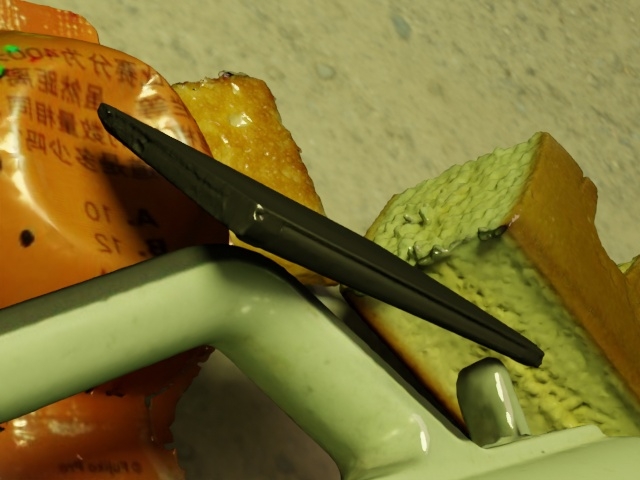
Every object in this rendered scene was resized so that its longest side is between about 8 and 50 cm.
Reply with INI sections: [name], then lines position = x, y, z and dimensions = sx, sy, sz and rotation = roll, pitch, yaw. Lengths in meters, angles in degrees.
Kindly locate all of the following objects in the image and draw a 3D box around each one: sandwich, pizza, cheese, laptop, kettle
[sandwich]
position = 0.134, 0.065, 0.928
dimensions = 0.236, 0.122, 0.128
rotation = 51, 35, -15
[pizza]
position = -0.058, -0.043, 0.925
dimensions = 0.178, 0.041, 0.131
rotation = 22, 48, -24
[cheese]
position = -0.118, 0.031, 0.751
dimensions = 0.217, 0.129, 0.329
rotation = 6, 63, -40
[laptop]
position = 0.000, 0.000, 0.723
dimensions = 0.197, 0.016, 0.135
rotation = 27, 5, -41
[kettle]
position = -0.009, 0.172, 0.616
dimensions = 0.376, 0.250, 0.361
rotation = -5, 75, -39
